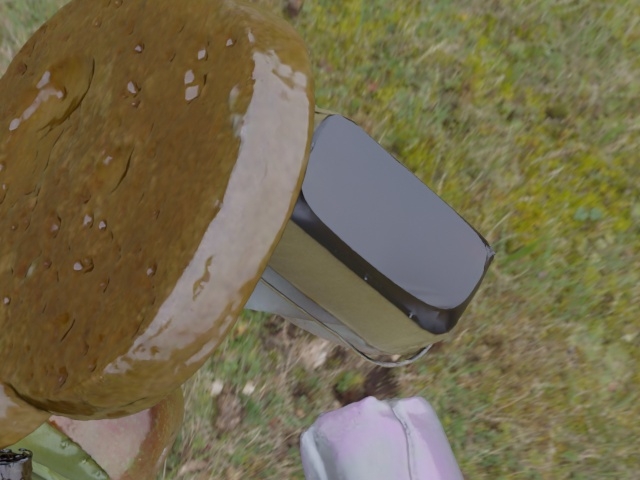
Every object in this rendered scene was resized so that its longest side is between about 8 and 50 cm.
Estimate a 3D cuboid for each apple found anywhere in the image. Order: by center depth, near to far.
[{"bbox_3d":[-0.214,0.140,1.198,0.188,0.207,0.174,25,83,-5],"label":"apple"}]

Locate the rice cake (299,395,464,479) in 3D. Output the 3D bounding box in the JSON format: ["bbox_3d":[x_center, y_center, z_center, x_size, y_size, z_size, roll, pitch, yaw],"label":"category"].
[{"bbox_3d":[0.053,0.165,0.396,0.049,0.055,0.270,-33,60,27],"label":"rice cake"}]

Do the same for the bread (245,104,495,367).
[{"bbox_3d":[0.000,0.000,0.968,0.224,0.212,0.142,40,69,-19],"label":"bread"}]

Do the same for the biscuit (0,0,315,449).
[{"bbox_3d":[-0.142,-0.014,0.832,0.063,0.367,0.314,27,86,-37],"label":"biscuit"}]

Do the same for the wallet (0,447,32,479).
[{"bbox_3d":[-0.243,0.257,0.899,0.133,0.039,0.243,-1,102,15],"label":"wallet"}]
